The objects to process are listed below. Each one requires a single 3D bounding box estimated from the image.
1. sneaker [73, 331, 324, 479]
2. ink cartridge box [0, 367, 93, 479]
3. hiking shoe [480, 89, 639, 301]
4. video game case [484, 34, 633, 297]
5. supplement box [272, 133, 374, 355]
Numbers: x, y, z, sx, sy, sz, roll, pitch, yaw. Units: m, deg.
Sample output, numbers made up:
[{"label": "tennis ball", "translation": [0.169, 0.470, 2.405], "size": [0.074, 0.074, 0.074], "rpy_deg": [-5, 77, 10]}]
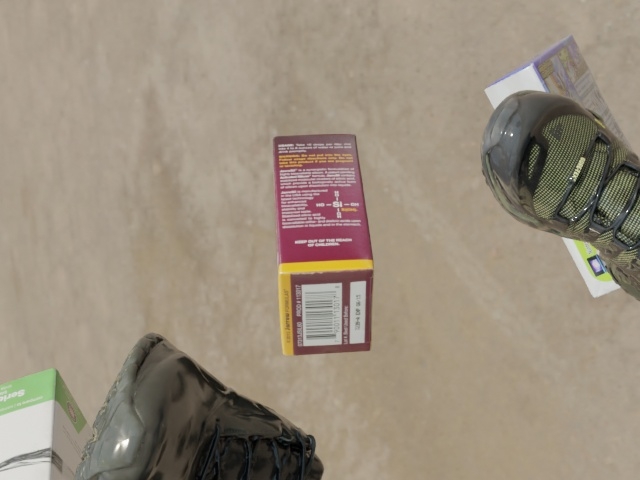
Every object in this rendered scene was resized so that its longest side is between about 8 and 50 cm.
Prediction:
[{"label": "sneaker", "translation": [-0.066, 0.136, 0.748], "size": [0.286, 0.130, 0.109], "rpy_deg": [39, -107, -76]}, {"label": "ink cartridge box", "translation": [-0.271, 0.262, 1.104], "size": [0.219, 0.093, 0.160], "rpy_deg": [-104, -4, -55]}, {"label": "hiking shoe", "translation": [0.197, -0.023, 0.697], "size": [0.114, 0.227, 0.086], "rpy_deg": [15, 78, 56]}, {"label": "video game case", "translation": [0.288, -0.092, 1.245], "size": [0.061, 0.269, 0.244], "rpy_deg": [-26, 95, 26]}, {"label": "supplement box", "translation": [0.000, 0.000, 1.018], "size": [0.188, 0.081, 0.104], "rpy_deg": [-95, 4, -48]}]
